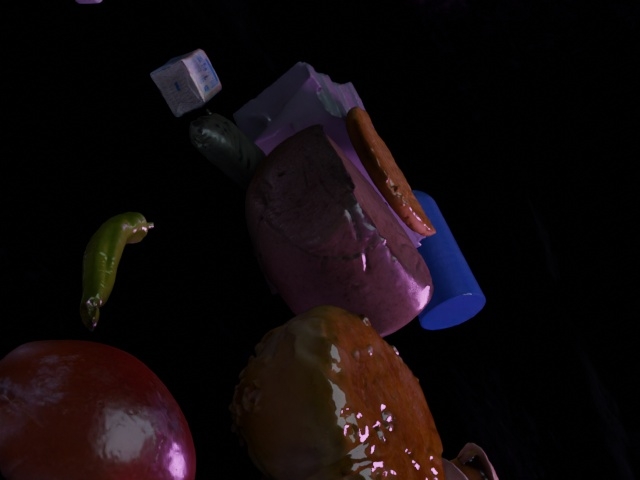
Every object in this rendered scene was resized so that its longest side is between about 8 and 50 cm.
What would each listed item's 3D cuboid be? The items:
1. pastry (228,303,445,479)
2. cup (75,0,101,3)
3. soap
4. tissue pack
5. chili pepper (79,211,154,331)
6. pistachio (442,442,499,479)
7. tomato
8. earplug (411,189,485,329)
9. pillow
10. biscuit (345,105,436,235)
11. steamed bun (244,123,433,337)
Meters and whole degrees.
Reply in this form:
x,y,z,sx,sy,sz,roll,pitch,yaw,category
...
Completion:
x,y,z,sx,sy,sz,roll,pitch,yaw,category
0.012,0.238,1.314,0.316,0.184,0.284,63,25,-5,pastry
-0.288,-0.399,1.380,0.221,0.167,0.202,54,24,-23,cup
0.018,-0.102,1.797,0.302,0.159,0.258,63,14,13,soap
-0.182,-0.219,1.590,0.074,0.058,0.094,62,19,-12,tissue pack
-0.224,0.018,1.204,0.208,0.043,0.049,-71,157,-58,chili pepper
0.203,0.406,1.633,0.157,0.157,0.230,-20,103,-72,pistachio
-0.182,0.162,1.012,0.199,0.112,0.228,66,16,10,tomato
0.208,0.023,2.235,0.132,0.132,0.273,33,32,-57,earplug
-0.116,-0.123,1.653,0.241,0.051,0.093,38,32,-49,pillow
0.090,-0.102,1.682,0.224,0.033,0.144,60,14,14,biscuit
0.000,0.000,1.577,0.251,0.199,0.301,49,8,-28,steamed bun
